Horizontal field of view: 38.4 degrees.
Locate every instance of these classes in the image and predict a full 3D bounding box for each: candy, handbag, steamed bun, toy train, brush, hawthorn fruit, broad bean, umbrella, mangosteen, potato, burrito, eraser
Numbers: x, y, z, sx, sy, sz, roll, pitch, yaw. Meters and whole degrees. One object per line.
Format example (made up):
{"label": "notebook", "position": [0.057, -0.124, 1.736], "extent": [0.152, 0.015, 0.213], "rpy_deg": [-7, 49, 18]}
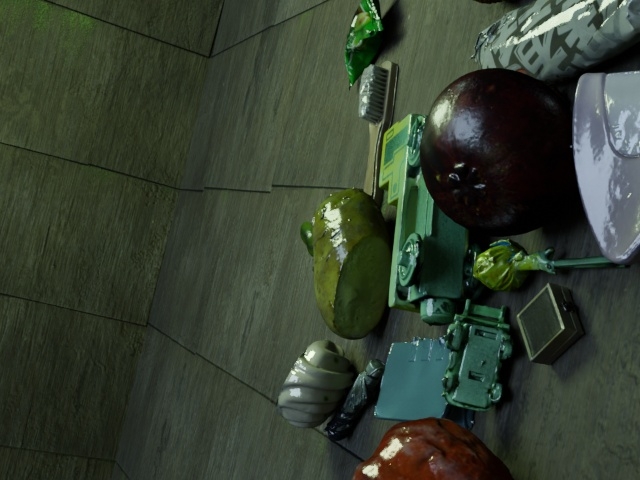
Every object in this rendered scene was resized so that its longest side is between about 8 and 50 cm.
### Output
{"label": "candy", "position": [0.308, 0.030, 1.245], "extent": [0.077, 0.073, 0.262], "rpy_deg": [-55, 23, -22]}
{"label": "handbag", "position": [0.169, 0.224, 1.459], "extent": [0.221, 0.057, 0.144], "rpy_deg": [-17, 58, 64]}
{"label": "steamed bun", "position": [-0.003, 0.274, 1.723], "extent": [0.183, 0.106, 0.183], "rpy_deg": [-56, -14, -21]}
{"label": "candy", "position": [0.095, -0.438, 1.987], "extent": [0.203, 0.078, 0.141], "rpy_deg": [119, 167, -58]}
{"label": "toy train", "position": [0.226, 0.166, 1.324], "extent": [0.081, 0.099, 0.149], "rpy_deg": [-14, -68, -78]}
{"label": "toy train", "position": [0.176, -0.036, 1.485], "extent": [0.237, 0.150, 0.368], "rpy_deg": [141, 138, -68]}
{"label": "brush", "position": [0.102, -0.216, 1.857], "extent": [0.070, 0.065, 0.327], "rpy_deg": [-21, 59, 60]}
{"label": "hawthorn fruit", "position": [0.173, 0.366, 1.198], "extent": [0.272, 0.242, 0.241], "rpy_deg": [19, 96, 36]}
{"label": "broad bean", "position": [-0.001, 0.005, 1.997], "extent": [0.227, 0.039, 0.069], "rpy_deg": [-155, 73, -66]}
{"label": "umbrella", "position": [0.067, 0.294, 1.670], "extent": [0.050, 0.046, 0.188], "rpy_deg": [55, 127, 38]}
{"label": "mangosteen", "position": [0.263, -0.137, 1.278], "extent": [0.261, 0.235, 0.235], "rpy_deg": [-44, 0, -37]}
{"label": "potato", "position": [0.060, 0.042, 1.714], "extent": [0.176, 0.141, 0.298], "rpy_deg": [133, 136, -62]}
{"label": "burrito", "position": [0.340, -0.295, 1.296], "extent": [0.445, 0.101, 0.139], "rpy_deg": [-15, 62, 64]}
{"label": "eraser", "position": [0.386, -0.090, 1.108], "extent": [0.204, 0.059, 0.243], "rpy_deg": [8, 89, 54]}

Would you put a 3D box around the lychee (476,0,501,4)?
{"label": "lychee", "position": [0.277, -0.444, 1.511], "extent": [0.146, 0.114, 0.114], "rpy_deg": [169, 114, -85]}

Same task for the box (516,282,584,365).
{"label": "box", "position": [0.306, 0.111, 1.224], "extent": [0.079, 0.035, 0.083], "rpy_deg": [-98, 31, -42]}
